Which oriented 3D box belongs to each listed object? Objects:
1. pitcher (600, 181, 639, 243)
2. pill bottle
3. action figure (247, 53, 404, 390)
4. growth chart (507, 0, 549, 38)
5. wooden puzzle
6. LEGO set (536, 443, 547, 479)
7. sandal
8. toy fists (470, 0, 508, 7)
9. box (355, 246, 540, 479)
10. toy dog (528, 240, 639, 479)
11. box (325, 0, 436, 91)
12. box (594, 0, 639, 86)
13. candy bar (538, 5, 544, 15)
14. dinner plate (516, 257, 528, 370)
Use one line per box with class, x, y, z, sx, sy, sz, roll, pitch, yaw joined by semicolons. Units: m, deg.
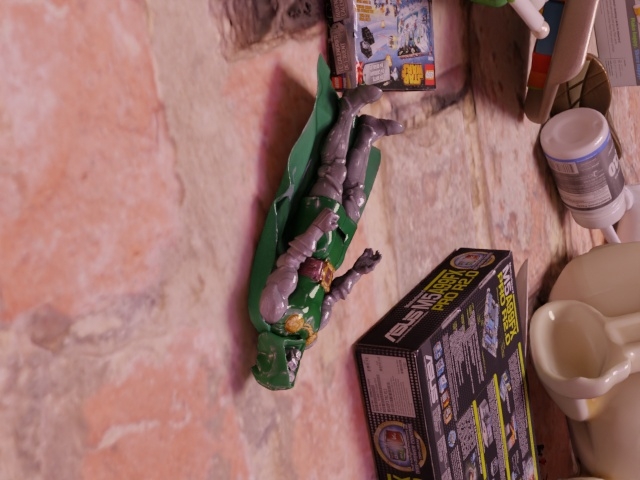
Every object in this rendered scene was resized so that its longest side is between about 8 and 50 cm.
pitcher;0.428;0.019;1.377;0.177;0.125;0.207;-3;83;-37
pill bottle;0.311;-0.081;1.209;0.137;0.078;0.078;58;46;-41
action figure;0.000;0.000;0.754;0.137;0.063;0.232;45;58;-52
growth chart;0.180;-0.292;0.874;0.172;0.021;0.237;32;63;-55
wooden puzzle;0.242;-0.243;1.031;0.238;0.044;0.221;37;67;-85
LEGO set;0.247;0.275;1.186;0.054;0.023;0.083;43;44;-52
sandal;0.316;-0.156;1.228;0.180;0.072;0.049;57;31;-44
toy fists;0.136;-0.348;0.913;0.142;0.096;0.279;-47;130;-53
box;0.128;0.171;0.956;0.216;0.060;0.270;-37;123;-51
toy dog;0.368;0.234;1.182;0.395;0.284;0.408;-124;-161;-67
box;0.052;-0.169;0.850;0.137;0.027;0.094;-12;100;-56
box;0.442;-0.269;1.305;0.038;0.186;0.145;-48;130;-45
candy bar;0.271;-0.322;1.190;0.040;0.018;0.162;52;50;-40
dinner plate;0.209;0.089;1.086;0.141;0.017;0.141;1;90;-79
